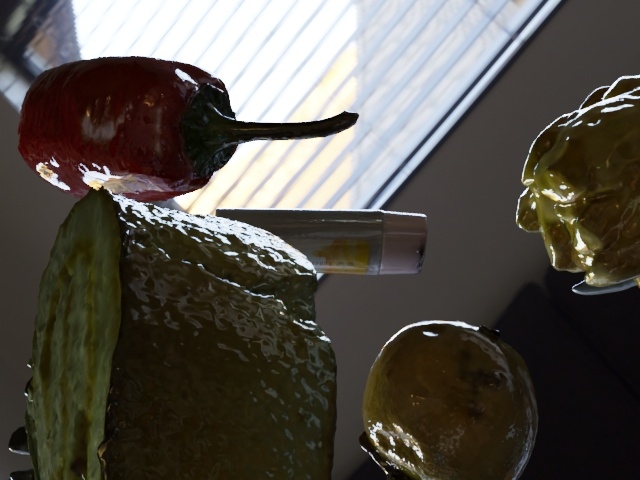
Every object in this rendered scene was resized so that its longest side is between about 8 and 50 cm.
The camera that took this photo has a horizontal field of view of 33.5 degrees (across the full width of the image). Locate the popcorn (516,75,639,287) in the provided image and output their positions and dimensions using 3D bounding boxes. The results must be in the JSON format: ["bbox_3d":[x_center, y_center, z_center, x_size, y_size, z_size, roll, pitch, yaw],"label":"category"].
[{"bbox_3d":[0.289,-0.048,0.957,0.254,0.190,0.191,-37,24,-22],"label":"popcorn"}]

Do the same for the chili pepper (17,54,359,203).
[{"bbox_3d":[-0.145,-0.098,0.943,0.131,0.338,0.134,40,-112,-40],"label":"chili pepper"}]

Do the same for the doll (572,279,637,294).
[{"bbox_3d":[0.460,-0.022,1.395,0.316,0.145,0.103,-11,7,42],"label":"doll"}]

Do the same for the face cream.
[{"bbox_3d":[0.000,0.000,1.355,0.107,0.269,0.073,97,174,-60],"label":"face cream"}]

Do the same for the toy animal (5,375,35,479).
[{"bbox_3d":[-0.193,0.173,0.862,0.270,0.137,0.082,-24,36,16],"label":"toy animal"}]

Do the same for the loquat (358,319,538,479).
[{"bbox_3d":[0.159,0.224,1.340,0.244,0.244,0.244,-46,-9,-10],"label":"loquat"}]

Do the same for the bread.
[{"bbox_3d":[-0.075,0.102,0.537,0.124,0.257,0.186,8,-48,-24],"label":"bread"}]
